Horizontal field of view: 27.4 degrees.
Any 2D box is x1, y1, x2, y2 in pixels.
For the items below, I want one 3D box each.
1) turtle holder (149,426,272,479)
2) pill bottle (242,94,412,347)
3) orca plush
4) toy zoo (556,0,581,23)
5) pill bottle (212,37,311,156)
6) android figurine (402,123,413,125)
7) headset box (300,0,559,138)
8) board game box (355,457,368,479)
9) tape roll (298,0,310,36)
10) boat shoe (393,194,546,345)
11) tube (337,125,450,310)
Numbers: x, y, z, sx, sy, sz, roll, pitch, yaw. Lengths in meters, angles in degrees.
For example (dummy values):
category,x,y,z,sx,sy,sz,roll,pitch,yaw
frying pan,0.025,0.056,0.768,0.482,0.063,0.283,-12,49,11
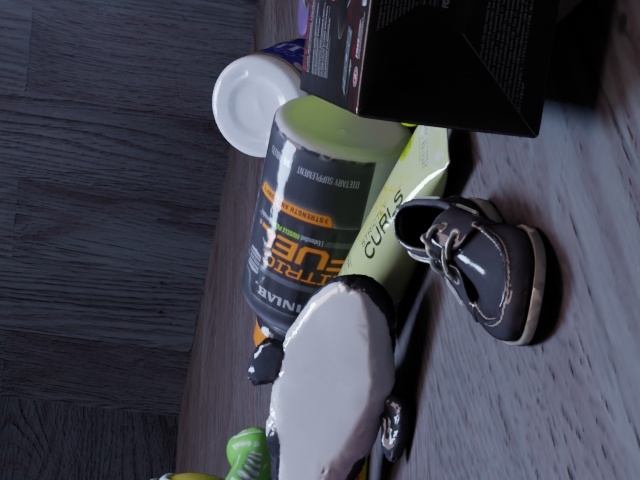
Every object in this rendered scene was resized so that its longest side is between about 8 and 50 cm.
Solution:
category,x,y,z,sx,sy,sz,roll,pitch,yaw
turtle holder,-0.166,0.376,1.607,0.227,0.243,0.320,-58,-29,-69
pill bottle,0.000,0.000,1.218,0.130,0.130,0.246,-97,17,-59
orca plush,0.027,0.154,1.114,0.102,0.151,0.287,-27,-63,-56
toy zoo,0.159,-0.288,0.775,0.192,0.030,0.293,138,139,-76
pill bottle,-0.032,-0.167,1.466,0.186,0.112,0.112,-38,-37,-62
android figurine,0.086,-0.216,1.113,0.248,0.056,0.273,109,168,-50
headset box,0.063,-0.189,0.839,0.293,0.110,0.218,-126,43,-77
board game box,0.012,0.228,1.216,0.092,0.043,0.181,124,153,-71
tape roll,0.031,-0.315,1.460,0.189,0.080,0.189,-173,90,-81
boat shoe,0.090,0.014,0.836,0.206,0.065,0.075,-115,34,-74
tube,0.063,-0.012,1.076,0.070,0.062,0.240,49,140,24
